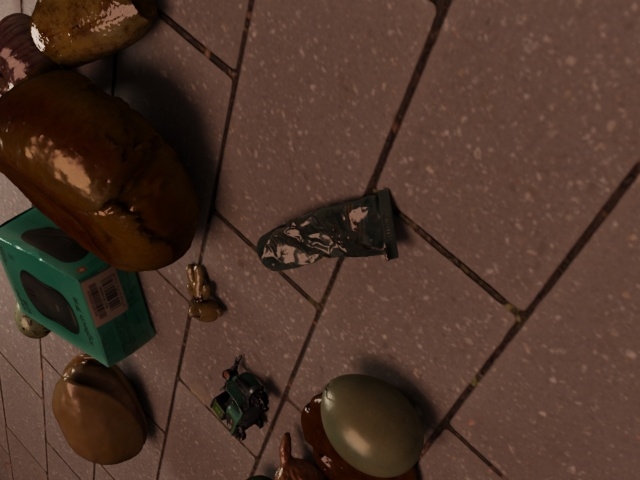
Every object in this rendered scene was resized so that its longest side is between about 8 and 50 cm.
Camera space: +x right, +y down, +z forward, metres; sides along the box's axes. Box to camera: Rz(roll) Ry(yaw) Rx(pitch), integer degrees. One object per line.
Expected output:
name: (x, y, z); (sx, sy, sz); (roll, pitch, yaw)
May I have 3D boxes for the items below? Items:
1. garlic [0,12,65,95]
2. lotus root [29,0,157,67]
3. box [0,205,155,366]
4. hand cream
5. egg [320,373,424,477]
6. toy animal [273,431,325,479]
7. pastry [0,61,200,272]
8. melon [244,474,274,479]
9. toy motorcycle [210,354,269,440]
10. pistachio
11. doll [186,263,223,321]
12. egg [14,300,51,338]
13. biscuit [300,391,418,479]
garlic: (-0.455, -0.260, 1.275); (0.147, 0.102, 0.159); (31, 139, 28)
lotus root: (-0.311, -0.292, 1.095); (0.258, 0.097, 0.110); (-2, 114, 45)
box: (-0.465, 0.080, 1.551); (0.311, 0.118, 0.205); (22, 132, 37)
hand cream: (0.000, 0.001, 1.012); (0.248, 0.052, 0.075); (-12, 110, 52)
egg: (0.065, 0.237, 1.076); (0.152, 0.114, 0.114); (41, 142, 16)
toy animal: (0.006, 0.411, 1.306); (0.185, 0.104, 0.183); (21, 123, 44)
pastry: (-0.319, -0.095, 1.175); (0.356, 0.164, 0.356); (31, 159, 14)
melon: (-0.087, 0.493, 1.460); (0.167, 0.114, 0.114); (53, 145, 6)
toy motorcycle: (-0.131, 0.266, 1.374); (0.100, 0.058, 0.173); (49, 146, 17)
pistachio: (-0.462, 0.359, 1.740); (0.182, 0.162, 0.293); (4, 125, 16)
doll: (-0.186, 0.083, 1.315); (0.061, 0.051, 0.093); (-1, 88, 50)
egg: (-0.634, 0.164, 1.838); (0.085, 0.085, 0.110); (-13, 102, 52)
biscuit: (0.054, 0.313, 1.218); (0.212, 0.036, 0.212); (29, 138, 30)
